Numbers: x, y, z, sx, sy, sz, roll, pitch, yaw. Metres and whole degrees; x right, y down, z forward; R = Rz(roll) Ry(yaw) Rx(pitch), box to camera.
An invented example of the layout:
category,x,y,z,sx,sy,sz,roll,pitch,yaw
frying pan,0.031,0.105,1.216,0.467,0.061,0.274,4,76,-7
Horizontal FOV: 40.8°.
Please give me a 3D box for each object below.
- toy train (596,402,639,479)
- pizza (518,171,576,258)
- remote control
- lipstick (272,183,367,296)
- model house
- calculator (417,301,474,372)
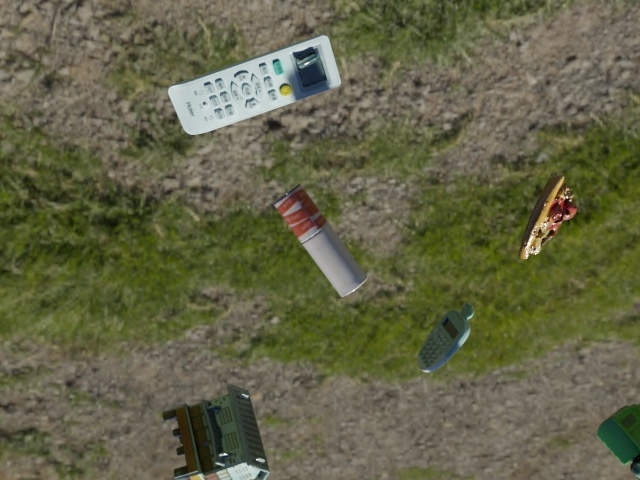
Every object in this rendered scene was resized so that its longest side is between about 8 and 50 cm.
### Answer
category,x,y,z,sx,sy,sz,roll,pitch,yaw
toy train,0.543,0.275,1.336,0.251,0.119,0.085,-27,154,-32
pizza,0.502,-0.063,1.827,0.193,0.053,0.201,-27,138,-45
remote control,-0.116,-0.276,1.510,0.293,0.051,0.103,-17,127,2
lipstick,0.000,0.000,0.957,0.038,0.038,0.131,-31,98,39
model house,-0.255,0.499,2.126,0.215,0.224,0.198,-15,146,-6
calculator,0.232,0.179,1.588,0.021,0.095,0.153,37,100,-22
